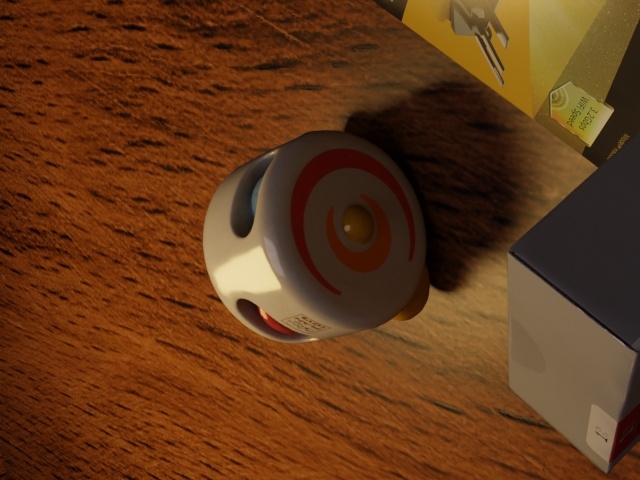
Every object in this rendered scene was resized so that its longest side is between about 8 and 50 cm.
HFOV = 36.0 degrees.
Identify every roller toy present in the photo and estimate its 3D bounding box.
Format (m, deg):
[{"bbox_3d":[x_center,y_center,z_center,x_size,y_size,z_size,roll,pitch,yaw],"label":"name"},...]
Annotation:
[{"bbox_3d":[0.000,0.000,0.941,0.146,0.191,0.209,-19,93,52],"label":"roller toy"}]

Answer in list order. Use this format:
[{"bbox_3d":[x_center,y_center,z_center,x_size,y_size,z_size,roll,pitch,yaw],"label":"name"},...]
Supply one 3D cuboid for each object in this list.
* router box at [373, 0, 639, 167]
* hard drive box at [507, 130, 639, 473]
[{"bbox_3d":[0.161,-0.201,0.606,0.243,0.081,0.309,39,158,13],"label":"router box"},{"bbox_3d":[0.222,0.004,0.593,0.089,0.232,0.181,42,165,30],"label":"hard drive box"}]
